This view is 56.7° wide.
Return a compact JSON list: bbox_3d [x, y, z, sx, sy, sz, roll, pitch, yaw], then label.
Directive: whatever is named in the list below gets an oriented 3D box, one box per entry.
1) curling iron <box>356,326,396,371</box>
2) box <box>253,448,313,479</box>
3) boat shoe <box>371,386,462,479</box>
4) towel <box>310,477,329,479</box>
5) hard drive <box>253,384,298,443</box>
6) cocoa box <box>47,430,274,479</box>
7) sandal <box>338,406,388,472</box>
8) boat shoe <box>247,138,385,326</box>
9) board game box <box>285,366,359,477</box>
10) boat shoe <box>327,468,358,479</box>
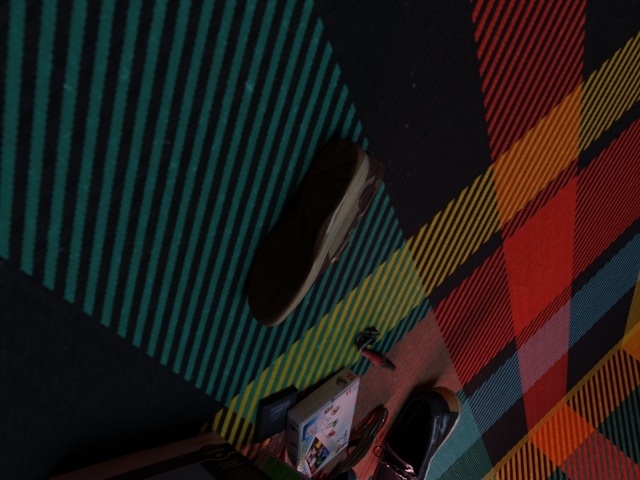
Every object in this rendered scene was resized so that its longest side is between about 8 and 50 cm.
[{"bbox_3d":[0.150,0.287,1.483,0.068,0.035,0.274,-43,143,-5],"label":"curling iron"},{"bbox_3d":[-0.110,0.632,1.300,0.262,0.231,0.127,-51,119,-21],"label":"box"},{"bbox_3d":[0.260,0.671,1.839,0.156,0.187,0.500,14,108,-45],"label":"boat shoe"},{"bbox_3d":[-0.117,0.740,1.584,0.329,0.037,0.237,24,99,-45],"label":"towel"},{"bbox_3d":[-0.102,0.396,1.344,0.094,0.022,0.135,-17,134,-35],"label":"hard drive"},{"bbox_3d":[-0.284,0.532,1.068,0.347,0.228,0.231,-1,104,-45],"label":"cocoa box"},{"bbox_3d":[0.115,0.563,1.695,0.219,0.060,0.090,-55,152,-14],"label":"sandal"},{"bbox_3d":[0.000,0.000,1.000,0.123,0.123,0.342,16,106,-49],"label":"boat shoe"},{"bbox_3d":[0.000,0.469,1.470,0.193,0.053,0.305,-29,142,-34],"label":"board game box"},{"bbox_3d":[0.012,0.780,1.756,0.254,0.095,0.079,-45,145,-5],"label":"boat shoe"}]
